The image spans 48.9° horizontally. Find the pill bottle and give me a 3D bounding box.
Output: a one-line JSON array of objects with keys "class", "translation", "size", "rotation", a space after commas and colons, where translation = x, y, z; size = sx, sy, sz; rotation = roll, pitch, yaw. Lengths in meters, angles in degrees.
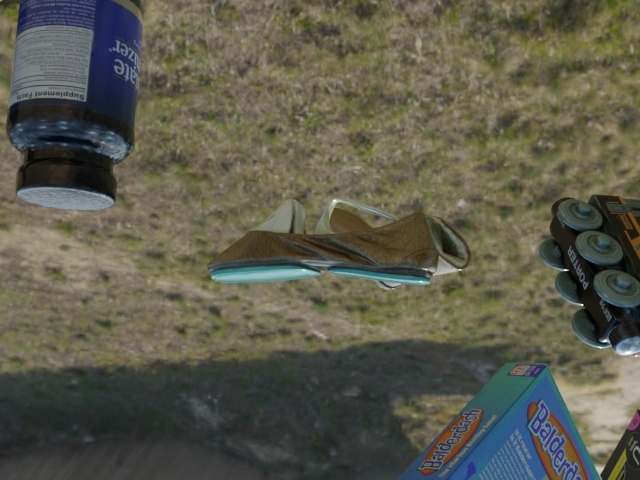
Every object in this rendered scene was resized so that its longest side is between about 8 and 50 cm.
[{"class": "pill bottle", "translation": [-0.247, -0.146, 0.709], "size": [0.123, 0.219, 0.123], "rotation": [1, 169, 0]}]

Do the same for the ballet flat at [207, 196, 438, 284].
[{"class": "ballet flat", "translation": [0.000, 0.000, 1.012], "size": [0.342, 0.124, 0.116], "rotation": [-1, 169, 22]}]

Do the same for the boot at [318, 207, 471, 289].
[{"class": "boot", "translation": [0.138, -0.008, 1.373], "size": [0.236, 0.089, 0.269], "rotation": [38, 157, -9]}]

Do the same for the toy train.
[{"class": "toy train", "translation": [0.498, 0.050, 1.174], "size": [0.190, 0.334, 0.142], "rotation": [2, 132, -8]}]

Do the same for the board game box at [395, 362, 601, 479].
[{"class": "board game box", "translation": [0.135, 0.219, 0.541], "size": [0.047, 0.210, 0.160], "rotation": [-12, 108, 55]}]

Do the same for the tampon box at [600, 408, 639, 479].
[{"class": "tampon box", "translation": [0.448, 0.288, 0.843], "size": [0.161, 0.101, 0.120], "rotation": [10, 119, -8]}]
